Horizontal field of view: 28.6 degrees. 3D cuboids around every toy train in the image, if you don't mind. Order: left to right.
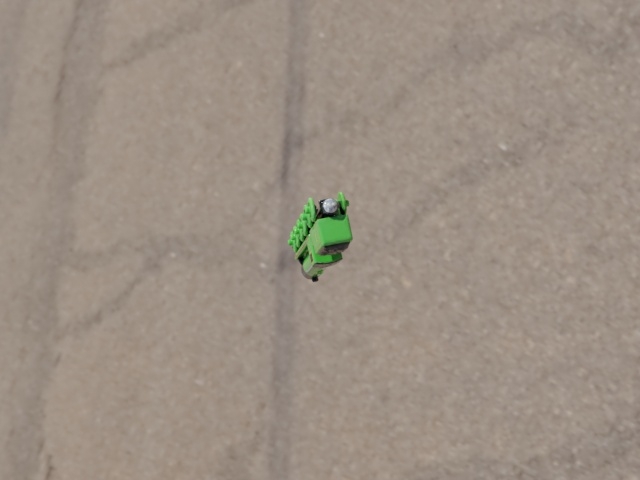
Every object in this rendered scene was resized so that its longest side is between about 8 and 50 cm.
[{"bbox_3d":[0.000,0.000,0.504,0.083,0.017,0.024,122,136,-77],"label":"toy train"}]
